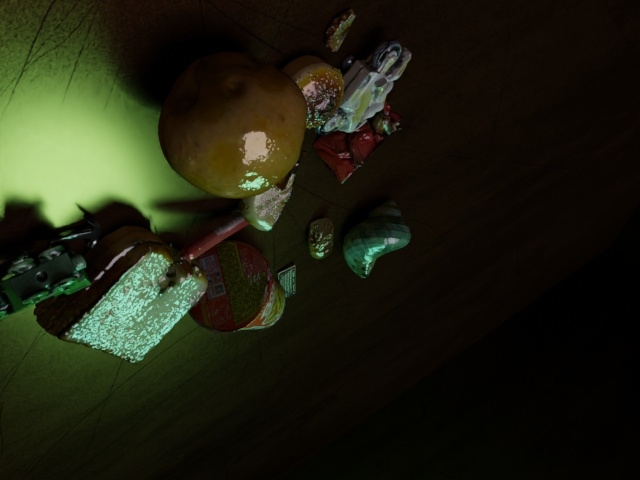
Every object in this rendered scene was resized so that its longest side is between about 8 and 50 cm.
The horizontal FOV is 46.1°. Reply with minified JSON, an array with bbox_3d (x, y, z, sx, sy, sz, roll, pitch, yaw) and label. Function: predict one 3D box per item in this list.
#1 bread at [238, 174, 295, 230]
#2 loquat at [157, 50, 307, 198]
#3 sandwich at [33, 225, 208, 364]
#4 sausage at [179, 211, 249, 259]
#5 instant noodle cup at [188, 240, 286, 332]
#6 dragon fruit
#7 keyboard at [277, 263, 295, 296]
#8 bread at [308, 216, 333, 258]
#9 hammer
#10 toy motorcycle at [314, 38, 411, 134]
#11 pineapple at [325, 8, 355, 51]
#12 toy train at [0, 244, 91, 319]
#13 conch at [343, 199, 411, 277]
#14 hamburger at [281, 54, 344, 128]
[{"bbox_3d":[-0.113,-0.092,1.436,0.094,0.083,0.157,-16,132,-39],"label":"bread"},{"bbox_3d":[-0.124,-0.167,1.147,0.244,0.244,0.244,-32,152,-19],"label":"loquat"},{"bbox_3d":[-0.352,0.101,1.398,0.249,0.095,0.273,-44,153,1],"label":"sandwich"},{"bbox_3d":[-0.183,-0.020,1.451,0.253,0.034,0.034,-35,157,-47],"label":"sausage"},{"bbox_3d":[-0.162,0.113,1.601,0.193,0.193,0.212,-43,161,2],"label":"instant noodle cup"},{"bbox_3d":[0.092,-0.196,1.543,0.192,0.092,0.122,-37,154,-9],"label":"dragon fruit"},{"bbox_3d":[-0.083,0.105,1.853,0.049,0.015,0.129,-30,152,-21],"label":"keyboard"},{"bbox_3d":[0.000,0.000,1.760,0.110,0.060,0.066,93,22,-57],"label":"bread"},{"bbox_3d":[-0.446,0.006,1.206,0.201,0.021,0.078,-20,152,-36],"label":"hammer"},{"bbox_3d":[0.083,-0.280,1.429,0.228,0.074,0.151,-49,155,11],"label":"toy motorcycle"},{"bbox_3d":[0.030,-0.359,1.294,0.045,0.019,0.083,-16,147,-46],"label":"pineapple"},{"bbox_3d":[-0.489,0.088,1.194,0.251,0.085,0.119,-26,174,-12],"label":"toy train"},{"bbox_3d":[0.137,-0.005,1.868,0.188,0.122,0.176,-38,174,-1],"label":"conch"},{"bbox_3d":[-0.015,-0.256,1.319,0.126,0.081,0.141,-49,152,15],"label":"hamburger"}]
